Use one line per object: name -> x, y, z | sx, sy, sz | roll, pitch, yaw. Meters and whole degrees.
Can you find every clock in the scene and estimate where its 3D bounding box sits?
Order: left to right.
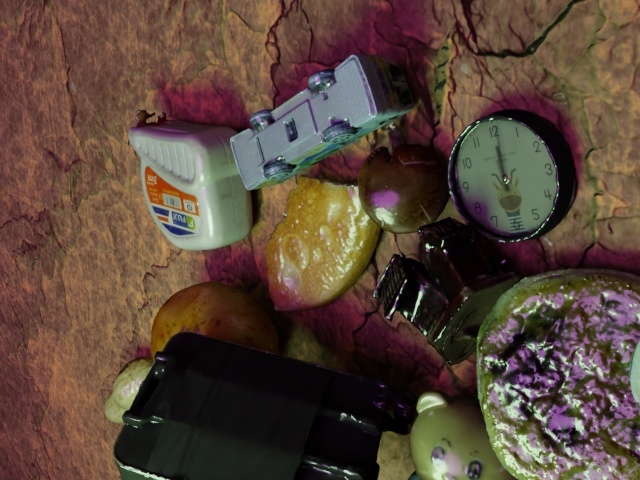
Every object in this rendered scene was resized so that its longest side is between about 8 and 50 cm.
clock -> 0.254, -0.085, 1.078 | 0.185, 0.040, 0.184 | 17, 114, 41

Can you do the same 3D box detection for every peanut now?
peanut -> -0.445, 0.359, 1.868 | 0.110, 0.120, 0.236 | 33, 128, -14

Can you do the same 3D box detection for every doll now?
doll -> 0.210, 0.354, 1.175 | 0.177, 0.161, 0.260 | 17, 116, 26

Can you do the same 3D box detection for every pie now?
pie -> 0.333, 0.180, 1.008 | 0.323, 0.071, 0.323 | -1, 89, 31

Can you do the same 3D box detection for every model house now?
model house -> 0.179, 0.063, 1.149 | 0.203, 0.141, 0.164 | -56, 50, 31

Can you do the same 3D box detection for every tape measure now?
tape measure -> -0.240, -0.115, 1.510 | 0.258, 0.130, 0.265 | 14, 118, 45

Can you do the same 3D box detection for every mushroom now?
mushroom -> 0.120, -0.095, 1.165 | 0.080, 0.135, 0.170 | 78, -178, -68

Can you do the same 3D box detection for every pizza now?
pizza -> 0.000, 0.000, 1.339 | 0.182, 0.074, 0.365 | 47, 132, 22

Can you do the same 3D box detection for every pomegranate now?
pomegranate -> -0.198, 0.194, 1.494 | 0.248, 0.248, 0.248 | 16, 114, 41

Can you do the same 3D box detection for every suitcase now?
suitcase -> -0.090, 0.314, 1.234 | 0.434, 0.283, 0.194 | 14, 140, 9

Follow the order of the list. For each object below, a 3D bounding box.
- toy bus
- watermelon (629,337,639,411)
toy bus -> -0.001, -0.179, 1.236 | 0.330, 0.136, 0.108 | -23, 82, 47
watermelon -> 0.464, 0.194, 0.838 | 0.224, 0.180, 0.305 | -18, 108, 19
